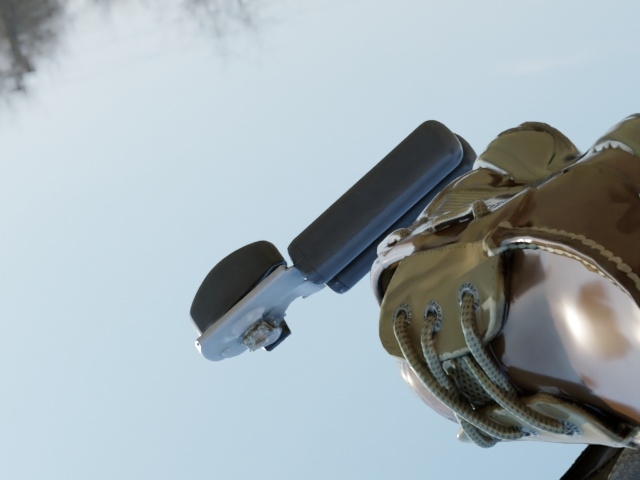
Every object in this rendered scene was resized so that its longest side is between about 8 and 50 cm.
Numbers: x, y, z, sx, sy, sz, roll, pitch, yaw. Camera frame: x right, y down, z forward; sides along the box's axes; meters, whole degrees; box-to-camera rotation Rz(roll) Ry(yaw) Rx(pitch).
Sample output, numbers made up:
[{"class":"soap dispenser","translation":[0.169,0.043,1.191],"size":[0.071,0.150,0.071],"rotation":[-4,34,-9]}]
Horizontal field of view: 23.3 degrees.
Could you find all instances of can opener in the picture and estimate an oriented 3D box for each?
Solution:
[{"class":"can opener","translation":[0.000,0.000,1.241],"size":[0.280,0.093,0.074],"rotation":[-38,156,15]}]

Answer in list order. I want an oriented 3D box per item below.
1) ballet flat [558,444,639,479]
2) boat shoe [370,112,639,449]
[{"class":"ballet flat","translation":[0.197,0.168,1.106],"size":[0.250,0.058,0.084],"rotation":[-50,-159,18]},{"class":"boat shoe","translation":[0.089,0.032,0.589],"size":[0.120,0.122,0.324],"rotation":[-33,-174,-2]}]
